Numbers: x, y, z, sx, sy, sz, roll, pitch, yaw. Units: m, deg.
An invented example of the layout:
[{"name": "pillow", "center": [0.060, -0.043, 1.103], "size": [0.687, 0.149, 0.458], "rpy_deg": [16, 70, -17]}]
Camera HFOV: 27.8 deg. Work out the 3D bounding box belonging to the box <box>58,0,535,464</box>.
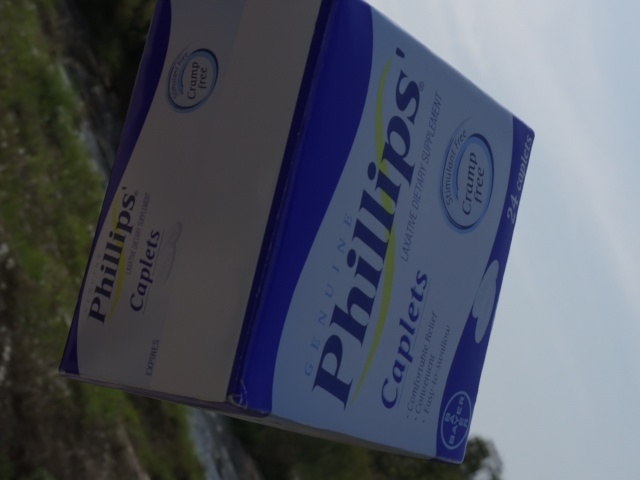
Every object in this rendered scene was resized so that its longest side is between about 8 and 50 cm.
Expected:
[{"name": "box", "center": [0.000, 0.000, 0.423], "size": [0.137, 0.072, 0.126], "rpy_deg": [24, 77, -52]}]
